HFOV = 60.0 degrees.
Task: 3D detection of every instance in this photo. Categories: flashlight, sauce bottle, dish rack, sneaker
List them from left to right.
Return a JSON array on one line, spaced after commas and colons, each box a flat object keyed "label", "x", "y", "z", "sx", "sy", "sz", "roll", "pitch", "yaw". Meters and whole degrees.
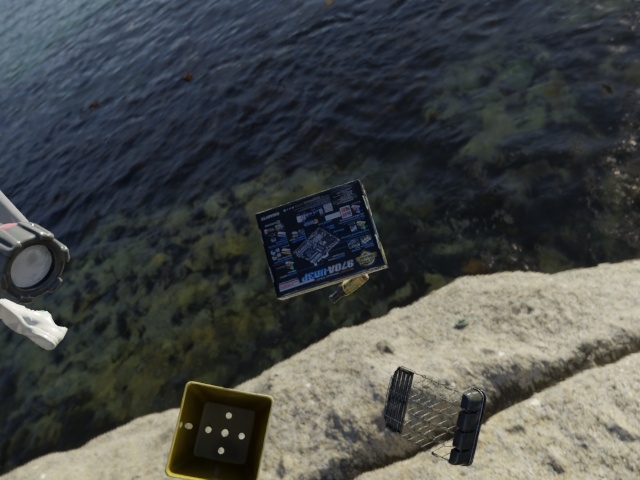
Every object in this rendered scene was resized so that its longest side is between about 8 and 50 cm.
[{"label": "flashlight", "x": -0.491, "y": -0.009, "z": 0.783, "sx": 0.304, "sy": 0.103, "sz": 0.103, "roll": 21, "pitch": 37, "yaw": 26}, {"label": "sneaker", "x": -0.868, "y": 0.237, "z": 1.672, "sx": 0.080, "sy": 0.212, "sz": 0.094, "roll": -41, "pitch": 13, "yaw": 39}, {"label": "sauce bottle", "x": 0.081, "y": 0.135, "z": 1.610, "sx": 0.128, "sy": 0.042, "sz": 0.042, "roll": -42, "pitch": 38, "yaw": 12}, {"label": "dish rack", "x": 0.295, "y": 0.463, "z": 1.498, "sx": 0.271, "sy": 0.074, "sz": 0.208, "roll": 14, "pitch": 92, "yaw": 45}]

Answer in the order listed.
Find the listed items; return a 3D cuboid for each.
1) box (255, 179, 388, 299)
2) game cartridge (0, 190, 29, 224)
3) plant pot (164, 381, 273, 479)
[{"label": "box", "x": 0.000, "y": 0.000, "z": 1.068, "sx": 0.220, "sy": 0.051, "sz": 0.175, "roll": -18, "pitch": 78, "yaw": 8}, {"label": "game cartridge", "x": -0.782, "y": -0.003, "z": 1.148, "sx": 0.060, "sy": 0.196, "sz": 0.294, "roll": 24, "pitch": 60, "yaw": 36}, {"label": "plant pot", "x": -0.241, "y": 0.480, "z": 1.371, "sx": 0.212, "sy": 0.187, "sz": 0.212, "roll": 11, "pitch": 71, "yaw": -3}]
